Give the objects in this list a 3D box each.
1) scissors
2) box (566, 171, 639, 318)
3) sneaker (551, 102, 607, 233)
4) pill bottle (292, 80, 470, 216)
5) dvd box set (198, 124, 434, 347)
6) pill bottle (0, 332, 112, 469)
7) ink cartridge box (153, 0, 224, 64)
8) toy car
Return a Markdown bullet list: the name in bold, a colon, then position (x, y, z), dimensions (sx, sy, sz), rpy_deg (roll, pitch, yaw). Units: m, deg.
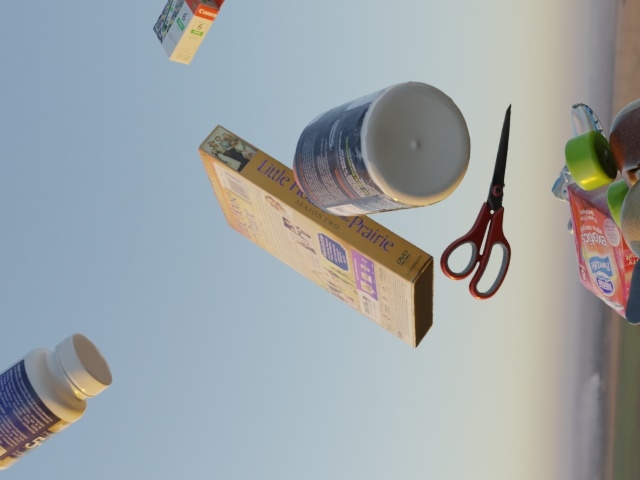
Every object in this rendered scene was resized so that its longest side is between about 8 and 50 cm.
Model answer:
- **scissors**: position (0.276, -0.056, 1.616), dimensions (0.297, 0.109, 0.021), rpy_deg (-67, 11, -4)
- **box**: position (0.420, -0.023, 1.164), dimensions (0.122, 0.257, 0.128), rpy_deg (-127, 22, -66)
- **sneaker**: position (0.360, -0.094, 1.453), dimensions (0.071, 0.083, 0.190), rpy_deg (-86, -17, -76)
- **pill bottle**: position (0.051, -0.093, 1.162), dimensions (0.246, 0.130, 0.130), rpy_deg (175, 100, -67)
- **dvd box set**: position (0.000, 0.000, 1.741), dimensions (0.062, 0.420, 0.307), rpy_deg (-52, -20, -17)
- **pill bottle**: position (-0.373, 0.207, 1.375), dimensions (0.112, 0.187, 0.112), rpy_deg (54, -173, -9)
- **ink cartridge box**: position (-0.142, -0.260, 1.160), dimensions (0.115, 0.029, 0.063), rpy_deg (-55, 47, 29)
- **toy car**: position (0.305, -0.017, 0.881), dimensions (0.149, 0.155, 0.188), rpy_deg (37, -134, -35)
